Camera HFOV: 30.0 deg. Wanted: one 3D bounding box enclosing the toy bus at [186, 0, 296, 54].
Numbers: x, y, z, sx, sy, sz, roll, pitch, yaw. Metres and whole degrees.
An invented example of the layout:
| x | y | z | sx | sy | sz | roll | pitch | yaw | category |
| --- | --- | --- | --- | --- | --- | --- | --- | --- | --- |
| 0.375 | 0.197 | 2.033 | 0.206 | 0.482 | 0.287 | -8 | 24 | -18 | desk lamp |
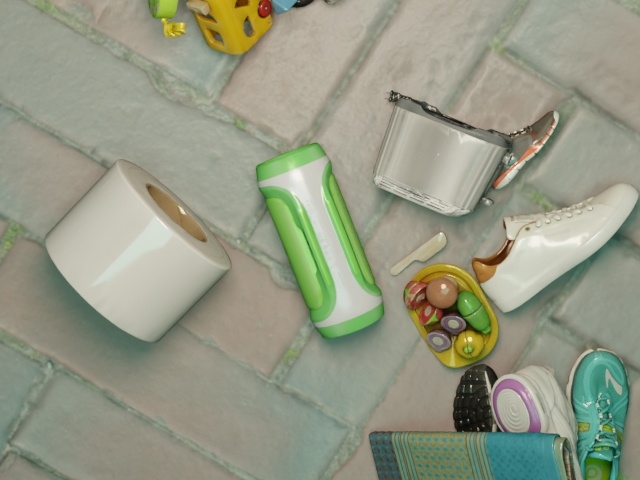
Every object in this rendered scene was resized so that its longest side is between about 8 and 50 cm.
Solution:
| x | y | z | sx | sy | sz | roll | pitch | yaw | category |
| --- | --- | --- | --- | --- | --- | --- | --- | --- | --- |
| -0.156 | -0.379 | 1.818 | 0.202 | 0.191 | 0.104 | 42 | 66 | -5 | toy bus |

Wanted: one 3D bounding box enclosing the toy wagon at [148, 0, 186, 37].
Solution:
| x | y | z | sx | sy | sz | roll | pitch | yaw | category |
| --- | --- | --- | --- | --- | --- | --- | --- | --- | --- |
| -0.239 | -0.476 | 1.776 | 0.068 | 0.267 | 0.344 | -2 | 99 | -21 | toy wagon |

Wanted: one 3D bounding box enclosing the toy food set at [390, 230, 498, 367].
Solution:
| x | y | z | sx | sy | sz | roll | pitch | yaw | category |
| --- | --- | --- | --- | --- | --- | --- | --- | --- | --- |
| 0.198 | 0.112 | 1.930 | 0.128 | 0.071 | 0.218 | -29 | 96 | 21 | toy food set |

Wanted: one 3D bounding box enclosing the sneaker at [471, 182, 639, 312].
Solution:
| x | y | z | sx | sy | sz | roll | pitch | yaw | category |
| --- | --- | --- | --- | --- | --- | --- | --- | --- | --- |
| 0.368 | -0.015 | 1.902 | 0.290 | 0.106 | 0.123 | -39 | 97 | 8 | sneaker |

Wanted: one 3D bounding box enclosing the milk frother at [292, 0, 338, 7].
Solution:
| x | y | z | sx | sy | sz | roll | pitch | yaw | category |
| --- | --- | --- | --- | --- | --- | --- | --- | --- | --- |
| -0.033 | -0.451 | 1.866 | 0.135 | 0.129 | 0.143 | 20 | 66 | -35 | milk frother |

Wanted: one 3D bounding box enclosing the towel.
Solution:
| x | y | z | sx | sy | sz | roll | pitch | yaw | category |
| --- | --- | --- | --- | --- | --- | --- | --- | --- | --- |
| 0.253 | 0.429 | 1.899 | 0.370 | 0.040 | 0.271 | -6 | 100 | 42 | towel |

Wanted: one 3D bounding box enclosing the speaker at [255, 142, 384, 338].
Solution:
| x | y | z | sx | sy | sz | roll | pitch | yaw | category |
| --- | --- | --- | --- | --- | --- | --- | --- | --- | --- |
| 0.000 | 0.000 | 1.906 | 0.131 | 0.131 | 0.296 | -21 | 97 | 4 | speaker |

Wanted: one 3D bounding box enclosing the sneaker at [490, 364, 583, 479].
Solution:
| x | y | z | sx | sy | sz | roll | pitch | yaw | category |
| --- | --- | --- | --- | --- | --- | --- | --- | --- | --- |
| 0.378 | 0.340 | 1.891 | 0.114 | 0.152 | 0.305 | -16 | 92 | 41 | sneaker |

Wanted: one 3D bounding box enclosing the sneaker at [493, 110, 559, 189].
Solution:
| x | y | z | sx | sy | sz | roll | pitch | yaw | category |
| --- | --- | --- | --- | --- | --- | --- | --- | --- | --- |
| 0.315 | -0.155 | 1.910 | 0.065 | 0.061 | 0.158 | 42 | 96 | 2 | sneaker |

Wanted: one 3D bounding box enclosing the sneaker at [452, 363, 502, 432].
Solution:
| x | y | z | sx | sy | sz | roll | pitch | yaw | category |
| --- | --- | --- | --- | --- | --- | --- | --- | --- | --- |
| 0.307 | 0.340 | 1.974 | 0.124 | 0.107 | 0.283 | -8 | 87 | -30 | sneaker |

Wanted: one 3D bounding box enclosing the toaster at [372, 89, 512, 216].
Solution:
| x | y | z | sx | sy | sz | roll | pitch | yaw | category |
| --- | --- | --- | --- | --- | --- | --- | --- | --- | --- |
| 0.179 | -0.131 | 1.874 | 0.227 | 0.129 | 0.146 | 24 | 101 | 14 | toaster |

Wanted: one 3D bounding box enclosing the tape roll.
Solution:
| x | y | z | sx | sy | sz | roll | pitch | yaw | category |
| --- | --- | --- | --- | --- | --- | --- | --- | --- | --- |
| -0.281 | 0.015 | 1.858 | 0.246 | 0.246 | 0.169 | 45 | 97 | -4 | tape roll |

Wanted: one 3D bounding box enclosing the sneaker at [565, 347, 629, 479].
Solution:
| x | y | z | sx | sy | sz | roll | pitch | yaw | category |
| --- | --- | --- | --- | --- | --- | --- | --- | --- | --- |
| 0.458 | 0.313 | 1.943 | 0.107 | 0.110 | 0.275 | 1 | 97 | -1 | sneaker |
